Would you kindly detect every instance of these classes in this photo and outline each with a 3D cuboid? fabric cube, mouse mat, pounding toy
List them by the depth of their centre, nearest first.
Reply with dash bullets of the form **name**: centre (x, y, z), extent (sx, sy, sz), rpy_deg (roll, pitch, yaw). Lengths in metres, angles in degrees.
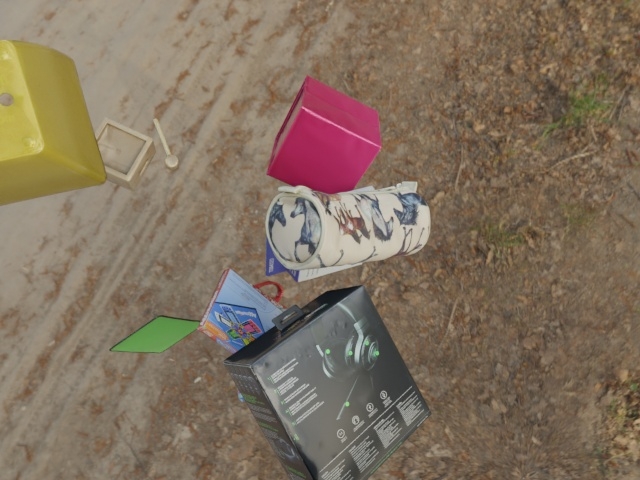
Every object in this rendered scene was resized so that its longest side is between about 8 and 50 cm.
- **mouse mat**: centre (-0.381, 0.226, 1.117), extent (0.153, 0.190, 0.007), rpy_deg (-34, 68, 9)
- **pounding toy**: centre (-0.460, -0.221, 1.201), extent (0.206, 0.094, 0.181), rpy_deg (24, 73, -7)
- **fabric cube**: centre (0.010, -0.307, 1.465), extent (0.254, 0.258, 0.259), rpy_deg (-57, 18, 36)

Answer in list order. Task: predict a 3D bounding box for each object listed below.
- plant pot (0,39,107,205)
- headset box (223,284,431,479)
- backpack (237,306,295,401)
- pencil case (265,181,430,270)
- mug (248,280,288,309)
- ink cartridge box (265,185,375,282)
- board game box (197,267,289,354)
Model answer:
- **plant pot**: centre (-0.452, -0.166, 0.658), extent (0.212, 0.187, 0.212), rpy_deg (-15, 97, -13)
- **headset box**: centre (0.011, 0.242, 0.796), extent (0.246, 0.283, 0.131), rpy_deg (-32, 7, -31)
- **backpack**: centre (-0.096, 0.294, 1.182), extent (0.191, 0.225, 0.253), rpy_deg (8, 104, 20)
- **pencil case**: centre (0.074, -0.040, 1.035), extent (0.160, 0.410, 0.183), rpy_deg (-3, 92, 45)
- **mug**: centre (-0.186, 0.190, 1.408), extent (0.113, 0.169, 0.150), rpy_deg (-21, 48, 22)
- **ink cartridge box**: centre (0.000, 0.000, 1.432), extent (0.330, 0.324, 0.071), rpy_deg (-17, 56, -19)
- **board game box**: centre (-0.122, 0.198, 0.993), extent (0.027, 0.281, 0.145), rpy_deg (-22, 36, 35)
